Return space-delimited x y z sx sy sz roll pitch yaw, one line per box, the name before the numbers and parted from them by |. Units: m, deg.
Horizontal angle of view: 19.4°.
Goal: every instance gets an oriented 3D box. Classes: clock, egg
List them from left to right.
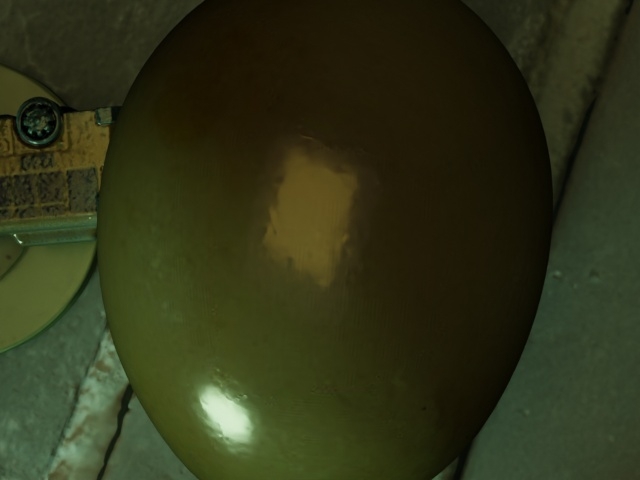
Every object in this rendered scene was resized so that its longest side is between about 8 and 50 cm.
clock | -0.278 -0.024 1.417 0.235 0.029 0.235 0 87 5
egg | 0.000 0.000 1.242 0.301 0.301 0.374 12 92 8

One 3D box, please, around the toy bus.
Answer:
toy bus | -0.222 -0.046 1.352 0.182 0.091 0.103 -5 88 7
